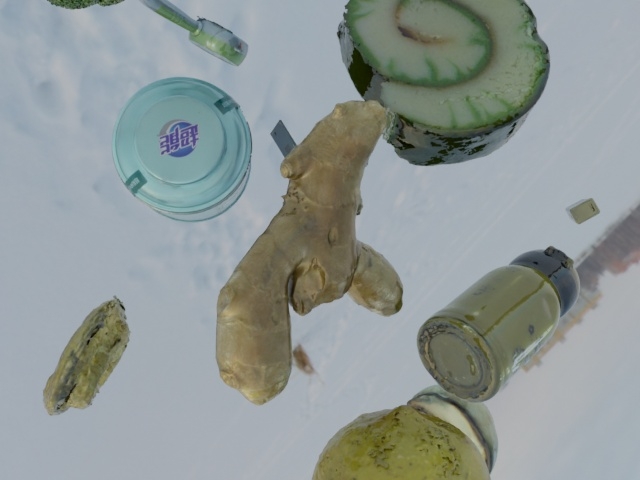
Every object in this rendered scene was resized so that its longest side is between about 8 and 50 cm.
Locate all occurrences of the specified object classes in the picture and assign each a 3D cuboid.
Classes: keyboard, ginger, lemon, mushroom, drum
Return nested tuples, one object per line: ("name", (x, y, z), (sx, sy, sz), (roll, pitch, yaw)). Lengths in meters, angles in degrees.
("keyboard", (-0.075, -0.228, 1.872), (0.014, 0.176, 0.055), (-9, 147, -40))
("ginger", (-0.021, 0.003, 0.998), (0.363, 0.122, 0.348), (-23, 111, -36))
("lemon", (0.111, 0.380, 1.017), (0.258, 0.258, 0.310), (-23, 124, -54))
("mushroom", (0.346, 0.460, 1.818), (0.189, 0.267, 0.164), (-43, 174, 34))
("drum", (-0.246, -0.404, 1.366), (0.253, 0.130, 0.049), (24, 96, -36))

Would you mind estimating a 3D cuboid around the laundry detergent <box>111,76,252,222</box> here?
("laundry detergent", (-0.290, -0.190, 1.581), (0.287, 0.287, 0.305), (-43, -179, -6))

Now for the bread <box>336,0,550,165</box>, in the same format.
("bread", (0.199, -0.306, 1.258), (0.129, 0.366, 0.381), (106, 9, -68))

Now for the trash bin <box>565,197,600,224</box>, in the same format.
("trash bin", (0.634, -0.073, 1.776), (0.061, 0.043, 0.092), (-30, 179, 11))

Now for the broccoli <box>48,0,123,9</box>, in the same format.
("broccoli", (-0.468, -0.658, 1.547), (0.321, 0.413, 0.309), (-28, 130, -36))

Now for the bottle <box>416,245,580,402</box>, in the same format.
("bottle", (0.348, 0.135, 1.338), (0.351, 0.171, 0.171), (-30, 159, -36))

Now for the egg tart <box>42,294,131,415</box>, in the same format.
("egg tart", (-0.466, 0.246, 1.509), (0.278, 0.095, 0.279), (-61, 180, 1))
